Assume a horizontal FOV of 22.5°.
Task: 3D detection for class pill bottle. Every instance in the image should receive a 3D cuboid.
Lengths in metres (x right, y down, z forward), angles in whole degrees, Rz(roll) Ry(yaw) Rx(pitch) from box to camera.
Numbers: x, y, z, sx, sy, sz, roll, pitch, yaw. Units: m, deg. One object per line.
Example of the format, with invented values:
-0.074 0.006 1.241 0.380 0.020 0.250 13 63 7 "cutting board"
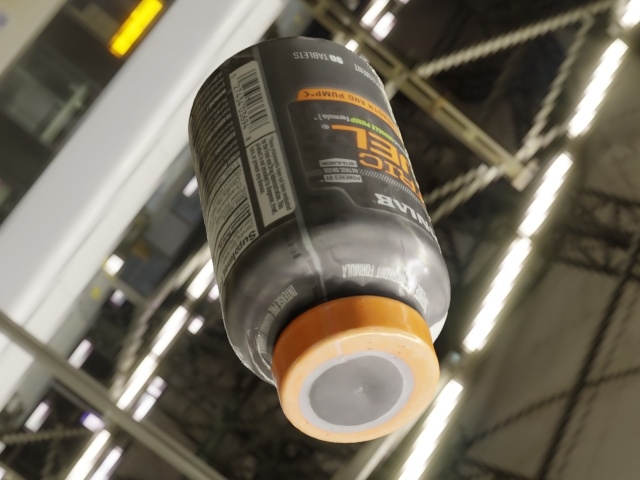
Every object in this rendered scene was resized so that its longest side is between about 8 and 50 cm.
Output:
0.000 0.000 0.936 0.130 0.130 0.245 -46 -144 25 "pill bottle"
